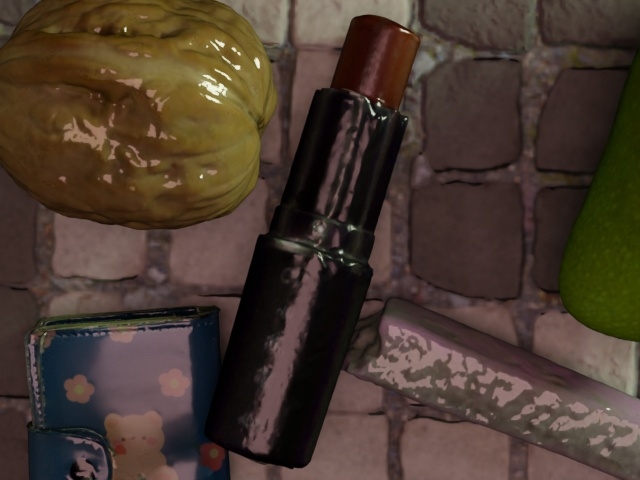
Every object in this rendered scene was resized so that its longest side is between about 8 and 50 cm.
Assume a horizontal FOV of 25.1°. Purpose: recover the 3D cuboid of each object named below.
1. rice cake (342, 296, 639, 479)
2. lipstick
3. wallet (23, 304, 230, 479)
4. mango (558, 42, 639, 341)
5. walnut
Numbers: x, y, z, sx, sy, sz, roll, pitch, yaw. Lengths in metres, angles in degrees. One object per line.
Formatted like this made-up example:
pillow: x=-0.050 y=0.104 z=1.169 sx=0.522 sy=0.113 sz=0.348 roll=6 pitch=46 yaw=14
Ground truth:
rice cake: x=0.180 y=0.121 z=0.961 sx=0.365 sy=0.072 sz=0.056 roll=23 pitch=100 yaw=1
lipstick: x=0.000 y=0.000 z=0.934 sx=0.081 sy=0.081 sz=0.300 roll=17 pitch=87 yaw=-1
wallet: x=-0.129 y=0.149 z=0.976 sx=0.141 sy=0.059 sz=0.202 roll=-3 pitch=98 yaw=4
mango: x=0.274 y=-0.076 z=0.884 sx=0.192 sy=0.156 sz=0.343 roll=39 pitch=99 yaw=-1
walnut: x=-0.122 y=-0.086 z=0.898 sx=0.184 sy=0.155 sz=0.155 roll=7 pitch=98 yaw=3
